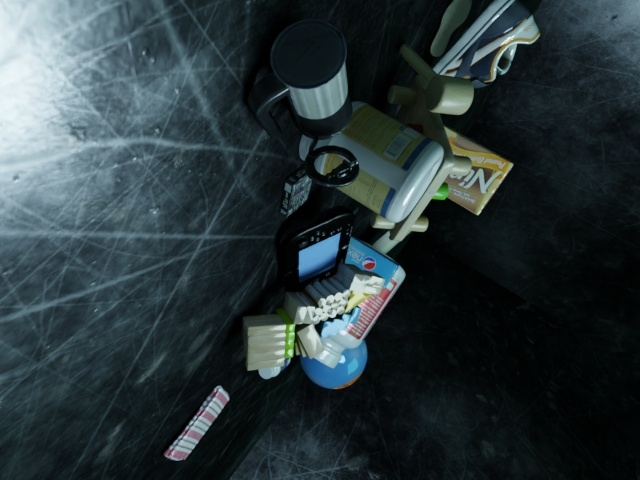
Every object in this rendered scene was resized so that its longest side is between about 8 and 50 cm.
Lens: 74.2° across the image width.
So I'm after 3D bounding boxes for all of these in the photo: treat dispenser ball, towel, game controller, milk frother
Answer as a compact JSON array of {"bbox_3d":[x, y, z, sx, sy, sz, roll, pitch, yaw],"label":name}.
[{"bbox_3d":[0.055,0.480,1.800,0.288,0.288,0.288,-52,165,-20],"label":"treat dispenser ball"},{"bbox_3d":[-0.309,0.464,1.079,0.197,0.029,0.144,-52,165,-27],"label":"towel"},{"bbox_3d":[-0.010,0.032,0.960,0.167,0.067,0.319,-17,155,-11],"label":"game controller"},{"bbox_3d":[0.002,-0.153,0.510,0.129,0.143,0.135,-49,168,-3],"label":"milk frother"}]

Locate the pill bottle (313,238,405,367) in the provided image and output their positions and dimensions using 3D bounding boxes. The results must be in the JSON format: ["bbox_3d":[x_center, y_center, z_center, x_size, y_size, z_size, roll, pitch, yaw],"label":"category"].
[{"bbox_3d":[0.092,0.218,1.456,0.407,0.229,0.229,-55,166,-6],"label":"pill bottle"}]

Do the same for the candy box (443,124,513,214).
[{"bbox_3d":[0.414,-0.242,1.338,0.182,0.317,0.088,-62,165,24],"label":"candy box"}]

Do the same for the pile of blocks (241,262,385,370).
[{"bbox_3d":[-0.023,0.169,0.987,0.363,0.113,0.148,-25,114,-13],"label":"pile of blocks"}]

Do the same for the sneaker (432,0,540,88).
[{"bbox_3d":[0.344,-0.400,0.972,0.126,0.127,0.321,-49,-175,-27],"label":"sneaker"}]

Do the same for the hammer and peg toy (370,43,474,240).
[{"bbox_3d":[0.199,-0.202,0.851,0.361,0.128,0.265,112,-22,-52],"label":"hammer and peg toy"}]

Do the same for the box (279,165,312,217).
[{"bbox_3d":[-0.042,-0.089,0.759,0.067,0.018,0.083,-46,162,-37],"label":"box"}]

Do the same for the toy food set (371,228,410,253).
[{"bbox_3d":[0.262,-0.002,1.735,0.220,0.092,0.306,-39,173,-14],"label":"toy food set"}]

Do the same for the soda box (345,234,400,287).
[{"bbox_3d":[0.102,0.040,1.131,0.071,0.210,0.067,-59,166,7],"label":"soda box"}]

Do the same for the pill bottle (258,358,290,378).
[{"bbox_3d":[-0.152,0.403,1.383,0.067,0.067,0.120,-61,166,17],"label":"pill bottle"}]

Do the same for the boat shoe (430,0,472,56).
[{"bbox_3d":[0.295,-0.484,0.958,0.043,0.049,0.137,-43,163,-53],"label":"boat shoe"}]

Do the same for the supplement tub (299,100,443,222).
[{"bbox_3d":[0.080,-0.136,0.691,0.144,0.200,0.144,-51,165,-19],"label":"supplement tub"}]
